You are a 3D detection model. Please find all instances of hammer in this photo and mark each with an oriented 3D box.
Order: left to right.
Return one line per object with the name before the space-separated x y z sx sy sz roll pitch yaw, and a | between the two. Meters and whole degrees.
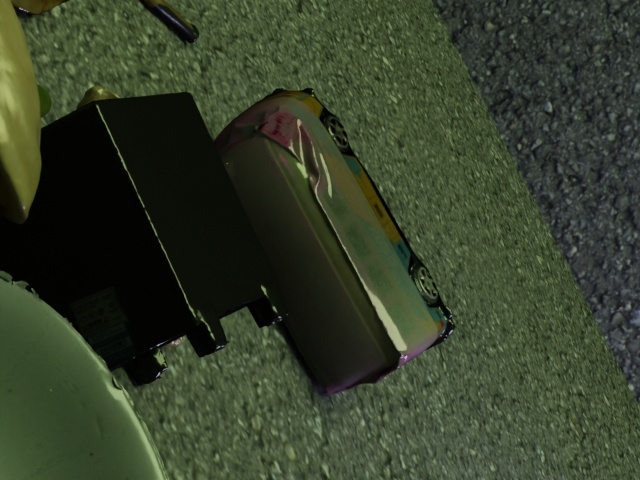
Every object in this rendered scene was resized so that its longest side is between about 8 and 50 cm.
hammer | -0.224 -0.317 2.179 0.201 0.021 0.078 41 28 -43

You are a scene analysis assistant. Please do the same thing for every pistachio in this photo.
pistachio | -0.343 -0.140 1.426 0.187 0.187 0.299 6 64 -67

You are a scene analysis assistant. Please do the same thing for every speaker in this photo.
speaker | -0.185 0.008 1.596 0.254 0.184 0.232 65 19 1

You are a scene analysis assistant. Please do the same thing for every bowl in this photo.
bowl | -0.254 0.202 1.193 0.345 0.157 0.345 49 23 -30

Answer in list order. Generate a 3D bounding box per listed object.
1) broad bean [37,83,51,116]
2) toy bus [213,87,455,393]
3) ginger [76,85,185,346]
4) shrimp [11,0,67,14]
broad bean | -0.310 -0.142 1.695 0.083 0.045 0.063 18 46 -53
toy bus | 0.000 0.000 2.097 0.386 0.171 0.162 60 23 -3
ginger | -0.200 -0.025 1.771 0.089 0.075 0.288 2 64 -66
shrimp | -0.324 -0.316 1.872 0.254 0.059 0.145 17 51 -63
